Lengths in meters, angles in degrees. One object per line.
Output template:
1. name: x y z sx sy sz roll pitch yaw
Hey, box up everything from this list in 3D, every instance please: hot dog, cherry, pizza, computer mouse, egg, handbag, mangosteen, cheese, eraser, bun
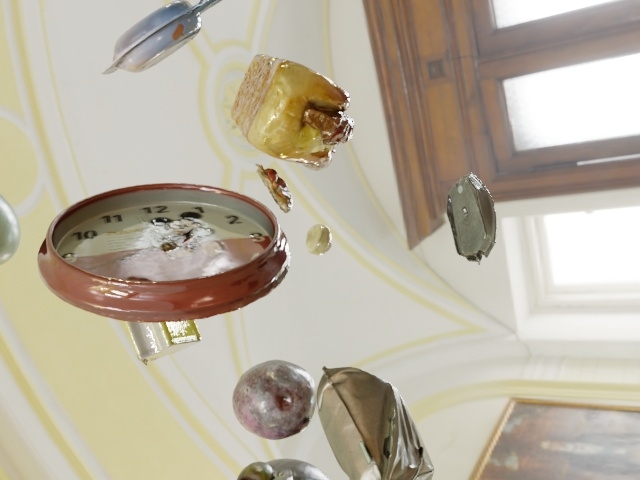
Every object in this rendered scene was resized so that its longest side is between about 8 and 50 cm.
1. hot dog: -0.051 -0.264 1.337 0.223 0.405 0.185 25 -79 -20
2. cherry: -0.100 0.353 1.422 0.195 0.195 0.195 13 -105 -57
3. pizza: -0.071 -0.089 1.164 0.100 0.029 0.099 34 -156 -55
4. computer mouse: 0.371 -0.053 1.514 0.071 0.126 0.231 3 -116 -25
5. egg: -0.668 -0.035 1.190 0.231 0.168 0.168 53 -137 -48
6. handbag: 0.077 0.268 0.845 0.182 0.117 0.270 60 -177 29
7. mangosteen: -0.091 0.666 1.520 0.330 0.330 0.330 13 -105 -57
8. cheese: -0.196 -0.295 0.870 0.052 0.245 0.135 57 -173 -17
9. eraser: -0.278 0.082 1.036 0.158 0.069 0.226 51 -164 -81
10. bun: 0.000 0.000 1.653 0.055 0.086 0.086 17 -111 -30

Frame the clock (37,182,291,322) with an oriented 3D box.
1. clock: -0.198 0.014 0.832 0.318 0.318 0.080 -40 -40 -53
